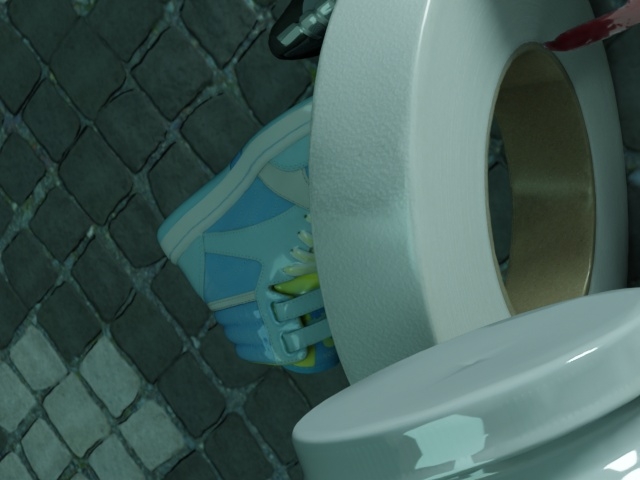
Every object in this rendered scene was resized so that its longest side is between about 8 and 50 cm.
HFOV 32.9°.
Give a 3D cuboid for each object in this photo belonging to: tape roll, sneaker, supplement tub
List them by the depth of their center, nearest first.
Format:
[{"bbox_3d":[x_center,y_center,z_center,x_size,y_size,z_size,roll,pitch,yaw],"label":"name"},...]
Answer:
[{"bbox_3d":[0.114,0.176,0.461,0.191,0.191,0.272,-22,90,34],"label":"supplement tub"},{"bbox_3d":[0.123,-0.027,0.747,0.072,0.392,0.392,-4,101,32],"label":"tape roll"},{"bbox_3d":[0.028,-0.262,0.934,0.228,0.086,0.132,-32,80,23],"label":"sneaker"},{"bbox_3d":[0.000,0.000,0.990,0.319,0.127,0.208,-38,80,43],"label":"sneaker"}]

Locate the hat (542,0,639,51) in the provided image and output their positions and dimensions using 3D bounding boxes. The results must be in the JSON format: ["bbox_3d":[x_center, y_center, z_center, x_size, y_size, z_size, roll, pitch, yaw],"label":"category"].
[{"bbox_3d":[0.305,-0.153,0.695,0.208,0.173,0.184,22,83,54],"label":"hat"}]
